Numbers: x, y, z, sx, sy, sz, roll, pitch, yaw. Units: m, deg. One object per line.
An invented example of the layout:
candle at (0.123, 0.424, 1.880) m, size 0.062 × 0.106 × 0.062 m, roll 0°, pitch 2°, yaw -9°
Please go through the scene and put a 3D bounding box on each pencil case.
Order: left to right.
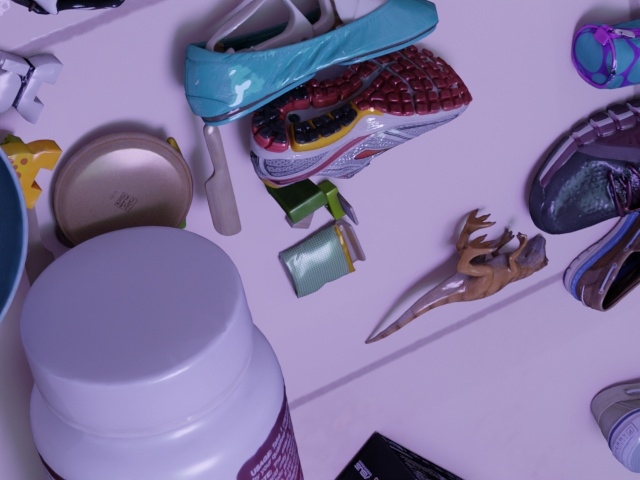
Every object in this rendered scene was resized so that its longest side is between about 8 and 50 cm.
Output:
pencil case at (0.322, -0.188, 1.882) m, size 0.151 × 0.064 × 0.070 m, roll -13°, pitch 152°, yaw -26°

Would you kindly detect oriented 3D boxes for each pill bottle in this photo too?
pill bottle at (-0.131, 0.191, 1.727) m, size 0.224 × 0.224 × 0.392 m, roll -25°, pitch 135°, yaw -16°

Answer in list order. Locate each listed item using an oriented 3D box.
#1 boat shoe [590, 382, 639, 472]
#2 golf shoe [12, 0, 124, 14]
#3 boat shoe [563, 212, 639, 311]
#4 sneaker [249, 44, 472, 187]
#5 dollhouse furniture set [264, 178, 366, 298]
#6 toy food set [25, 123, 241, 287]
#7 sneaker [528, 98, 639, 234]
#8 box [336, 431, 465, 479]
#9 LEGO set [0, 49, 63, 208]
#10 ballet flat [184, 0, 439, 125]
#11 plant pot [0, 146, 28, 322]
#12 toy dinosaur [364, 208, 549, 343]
boat shoe at (0.442, 0.196, 2.204) m, size 0.302 × 0.094 × 0.109 m, roll 2°, pitch 129°, yaw -33°
golf shoe at (-0.235, -0.219, 1.481) m, size 0.198 × 0.094 × 0.077 m, roll 4°, pitch 119°, yaw -33°
boat shoe at (0.341, 0.007, 2.028) m, size 0.183 × 0.066 × 0.066 m, roll -45°, pitch 134°, yaw 2°
sneaker at (0.032, -0.110, 1.750) m, size 0.225 × 0.088 × 0.093 m, roll -16°, pitch 148°, yaw -23°
dollhouse furniture set at (0.000, 0.000, 1.808) m, size 0.076 × 0.058 × 0.152 m, roll -32°, pitch 132°, yaw -10°
toy food set at (-0.172, -0.038, 1.691) m, size 0.192 × 0.038 × 0.132 m, roll -15°, pitch 123°, yaw -10°
sneaker at (0.353, -0.071, 1.916) m, size 0.281 × 0.162 × 0.106 m, roll -33°, pitch 133°, yaw -10°
box at (0.122, 0.297, 2.032) m, size 0.077 × 0.147 × 0.180 m, roll -51°, pitch 134°, yaw 7°
LEGO set at (-0.285, -0.046, 1.573) m, size 0.093 × 0.087 × 0.227 m, roll 16°, pitch 110°, yaw -39°
ballet flat at (-0.007, -0.181, 1.667) m, size 0.247 × 0.083 × 0.087 m, roll -25°, pitch 117°, yaw -19°
plant pot at (-0.388, -0.028, 1.442) m, size 0.290 × 0.195 × 0.290 m, roll -17°, pitch 129°, yaw -23°
toy dinosaur at (0.147, 0.039, 1.928) m, size 0.211 × 0.064 × 0.112 m, roll -21°, pitch 131°, yaw -19°
